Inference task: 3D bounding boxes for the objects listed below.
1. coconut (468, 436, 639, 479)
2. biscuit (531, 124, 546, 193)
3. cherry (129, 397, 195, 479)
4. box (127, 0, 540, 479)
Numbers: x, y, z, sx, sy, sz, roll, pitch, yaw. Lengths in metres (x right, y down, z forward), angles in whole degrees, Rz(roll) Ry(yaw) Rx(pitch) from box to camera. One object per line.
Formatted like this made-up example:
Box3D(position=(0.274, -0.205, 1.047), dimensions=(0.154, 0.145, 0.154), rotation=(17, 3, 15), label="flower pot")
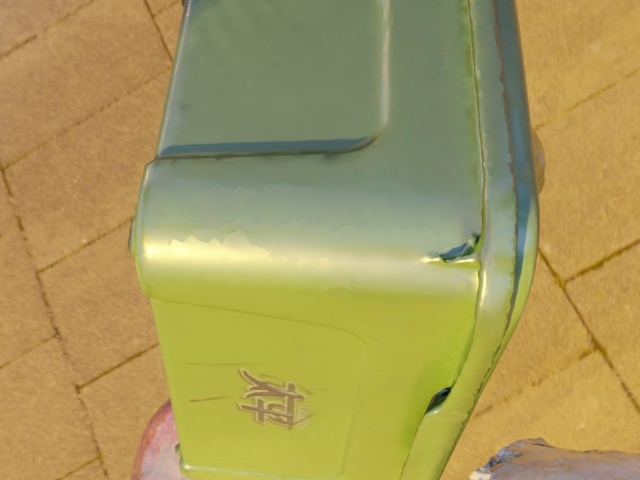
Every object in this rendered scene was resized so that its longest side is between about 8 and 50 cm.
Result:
Box3D(position=(0.239, 0.353, 0.767), dimensions=(0.405, 0.404, 0.404), rotation=(-5, 73, 15), label="coconut")
Box3D(position=(0.026, -0.111, 0.814), dimensions=(0.335, 0.329, 0.078), rotation=(-22, 33, 49), label="biscuit")
Box3D(position=(-0.093, 0.276, 0.958), dimensions=(0.206, 0.239, 0.239), rotation=(-19, 67, 40), label="cherry")
Box3D(position=(0.000, 0.000, 0.500), dimensions=(0.178, 0.328, 0.252), rotation=(6, 53, -2), label="box")
